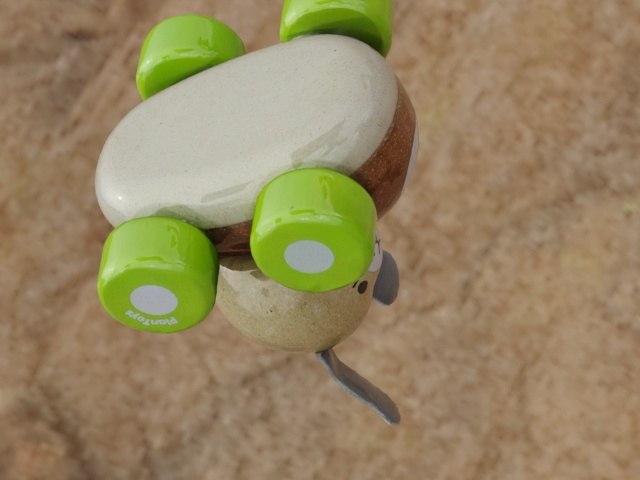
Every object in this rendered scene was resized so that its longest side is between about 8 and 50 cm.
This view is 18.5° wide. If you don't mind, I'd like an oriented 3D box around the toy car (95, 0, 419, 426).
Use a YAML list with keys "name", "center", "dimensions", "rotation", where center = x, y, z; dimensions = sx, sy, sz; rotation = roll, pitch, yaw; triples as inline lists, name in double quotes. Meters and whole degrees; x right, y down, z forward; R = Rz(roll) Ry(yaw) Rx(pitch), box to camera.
- name: "toy car"
  center: [0.000, 0.000, 0.908]
  dimensions: [0.149, 0.188, 0.155]
  rotation: [-16, 45, 23]
